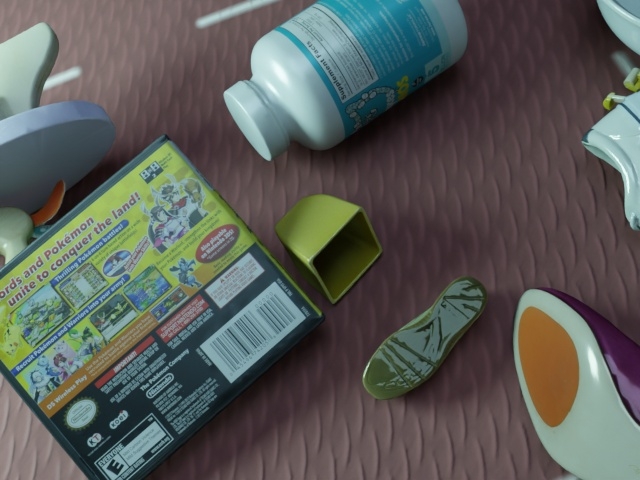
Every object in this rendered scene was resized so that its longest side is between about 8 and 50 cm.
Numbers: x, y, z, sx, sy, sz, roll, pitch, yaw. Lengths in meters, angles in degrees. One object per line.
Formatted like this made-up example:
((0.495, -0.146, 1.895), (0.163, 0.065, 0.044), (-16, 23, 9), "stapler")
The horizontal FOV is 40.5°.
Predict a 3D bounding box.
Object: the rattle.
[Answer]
((-0.356, 0.034, 0.969), (0.130, 0.143, 0.200), (19, 42, 24), "rattle")

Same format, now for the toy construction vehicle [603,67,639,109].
((0.372, -0.156, 0.948), (0.098, 0.035, 0.086), (33, 71, 26), "toy construction vehicle")

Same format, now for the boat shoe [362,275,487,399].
((0.104, 0.099, 0.856), (0.056, 0.048, 0.153), (41, 81, 15), "boat shoe")

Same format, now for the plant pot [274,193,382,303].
((0.000, 0.000, 0.911), (0.083, 0.081, 0.081), (31, 70, 38), "plant pot")

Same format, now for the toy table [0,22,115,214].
((-0.389, -0.121, 0.976), (0.274, 0.252, 0.161), (-27, 74, -17), "toy table")

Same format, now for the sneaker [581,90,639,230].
((0.356, -0.030, 0.861), (0.091, 0.094, 0.258), (-37, 57, 19), "sneaker")

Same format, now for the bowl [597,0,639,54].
((0.433, -0.282, 0.950), (0.298, 0.134, 0.298), (-5, 60, 9), "bowl")

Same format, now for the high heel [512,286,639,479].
((0.307, 0.169, 0.733), (0.181, 0.127, 0.377), (3, 36, -22), "high heel")

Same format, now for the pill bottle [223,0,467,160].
((0.024, -0.200, 0.979), (0.264, 0.146, 0.146), (-35, 60, -9), "pill bottle")

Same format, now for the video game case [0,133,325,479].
((-0.177, 0.074, 0.860), (0.275, 0.035, 0.248), (-41, 85, -6), "video game case")
